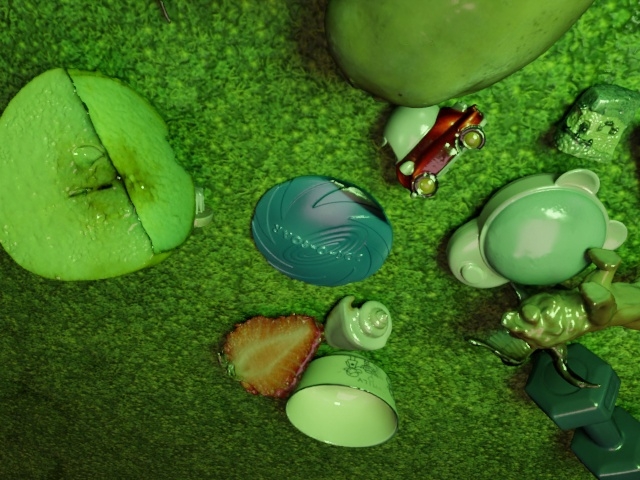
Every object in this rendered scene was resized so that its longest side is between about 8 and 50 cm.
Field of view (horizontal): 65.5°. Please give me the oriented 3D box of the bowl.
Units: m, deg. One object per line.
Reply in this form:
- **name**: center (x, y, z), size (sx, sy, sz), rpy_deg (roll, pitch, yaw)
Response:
- **bowl**: center (0.049, 0.321, 1.048), size (0.237, 0.126, 0.238), rpy_deg (5, 132, 6)

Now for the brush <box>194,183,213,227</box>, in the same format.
- **brush**: center (-0.334, -0.086, 0.812), size (0.327, 0.070, 0.065), rpy_deg (11, 114, 3)

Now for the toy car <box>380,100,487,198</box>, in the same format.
- **toy car**: center (0.139, -0.137, 0.654), size (0.112, 0.112, 0.139), rpy_deg (42, 117, -5)

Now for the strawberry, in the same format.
- **strawberry**: center (-0.084, 0.225, 1.014), size (0.235, 0.106, 0.175), rpy_deg (-7, 95, 20)

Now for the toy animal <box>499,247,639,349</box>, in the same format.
- **toy animal**: center (0.403, 0.087, 0.699), size (0.312, 0.097, 0.158), rpy_deg (-3, 143, -14)

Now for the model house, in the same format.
- **model house**: center (0.344, -0.149, 0.619), size (0.078, 0.066, 0.083), rpy_deg (15, 131, -4)

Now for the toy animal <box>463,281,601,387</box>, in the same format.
- **toy animal**: center (0.355, 0.148, 0.793), size (0.197, 0.272, 0.160), rpy_deg (23, 101, 37)

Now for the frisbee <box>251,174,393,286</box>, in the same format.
- **frisbee**: center (0.000, 0.000, 0.833), size (0.241, 0.045, 0.242), rpy_deg (5, 132, 5)

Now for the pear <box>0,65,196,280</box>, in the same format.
- **pear**: center (-0.335, -0.068, 0.708), size (0.292, 0.159, 0.293), rpy_deg (2, 101, 9)

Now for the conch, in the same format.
- **conch**: center (0.066, 0.162, 0.954), size (0.104, 0.094, 0.176), rpy_deg (21, 161, -25)

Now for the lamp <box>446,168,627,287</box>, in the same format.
- **lamp**: center (0.304, 0.004, 0.735), size (0.246, 0.108, 0.179), rpy_deg (-28, 116, 31)

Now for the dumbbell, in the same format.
- **dumbbell**: center (0.531, 0.344, 0.966), size (0.159, 0.144, 0.325), rpy_deg (-26, 121, 27)

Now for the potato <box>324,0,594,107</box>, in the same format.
- **potato**: center (0.143, -0.269, 0.440), size (0.243, 0.221, 0.326), rpy_deg (-19, 150, -33)

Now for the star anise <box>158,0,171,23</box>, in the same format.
- **star anise**: center (-0.214, -0.351, 0.565), size (0.158, 0.144, 0.141), rpy_deg (2, 87, 0)
